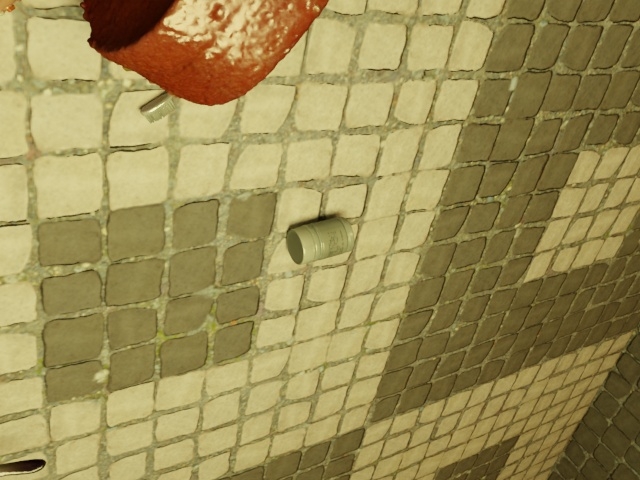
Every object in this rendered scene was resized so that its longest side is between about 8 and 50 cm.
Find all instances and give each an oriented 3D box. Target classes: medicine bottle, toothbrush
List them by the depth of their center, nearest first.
[{"bbox_3d":[-0.103,-0.218,0.786,0.257,0.018,0.024,-36,141,-6],"label":"toothbrush"},{"bbox_3d":[0.000,0.000,1.015,0.091,0.058,0.058,-14,132,-27],"label":"medicine bottle"}]

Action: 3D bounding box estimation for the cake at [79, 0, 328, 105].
[{"bbox_3d":[-0.098,-0.266,0.632,0.283,0.177,0.151,-50,137,11],"label":"cake"}]

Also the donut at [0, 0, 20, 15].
[{"bbox_3d":[-0.302,-0.253,0.575,0.117,0.065,0.166,2,124,-37],"label":"donut"}]

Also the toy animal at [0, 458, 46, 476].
[{"bbox_3d":[-0.557,0.375,0.892,0.324,0.090,0.195,-42,145,15],"label":"toy animal"}]
